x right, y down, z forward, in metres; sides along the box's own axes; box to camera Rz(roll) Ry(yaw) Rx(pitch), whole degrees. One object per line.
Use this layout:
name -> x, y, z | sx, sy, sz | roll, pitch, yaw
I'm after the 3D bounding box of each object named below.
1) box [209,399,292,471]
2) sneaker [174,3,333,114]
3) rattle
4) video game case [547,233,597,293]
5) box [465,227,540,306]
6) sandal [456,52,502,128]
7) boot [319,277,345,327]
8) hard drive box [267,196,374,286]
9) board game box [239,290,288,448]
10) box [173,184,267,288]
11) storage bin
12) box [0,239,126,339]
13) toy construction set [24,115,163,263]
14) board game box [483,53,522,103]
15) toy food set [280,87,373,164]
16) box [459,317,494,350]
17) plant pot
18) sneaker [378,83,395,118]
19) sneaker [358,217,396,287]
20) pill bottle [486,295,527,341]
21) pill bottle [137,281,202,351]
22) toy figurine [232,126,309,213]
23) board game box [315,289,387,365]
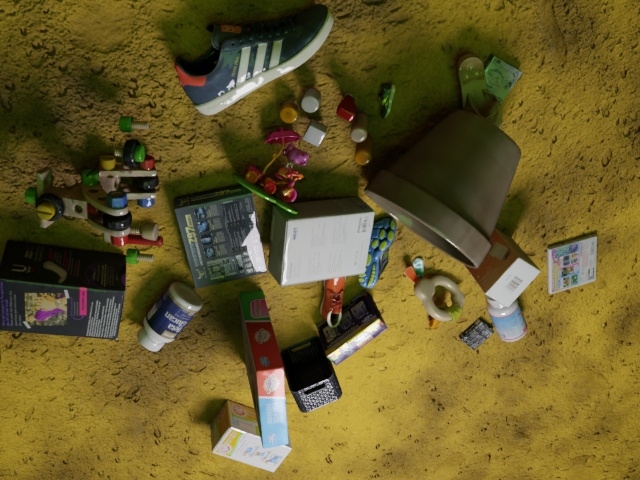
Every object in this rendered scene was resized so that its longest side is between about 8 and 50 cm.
box -> -0.197, 0.548, 2.046 | 0.203, 0.114, 0.103 | 26, 111, -26
sneaker -> -0.143, -0.405, 1.501 | 0.350, 0.131, 0.148 | -33, 126, 6
rattle -> 0.282, 0.144, 1.989 | 0.199, 0.142, 0.130 | 31, 76, -12
video game case -> 0.709, 0.067, 2.061 | 0.143, 0.019, 0.157 | -15, 123, -5
box -> 0.465, 0.064, 1.906 | 0.091, 0.170, 0.130 | 28, 109, -28
sandal -> 0.374, -0.314, 1.698 | 0.088, 0.079, 0.240 | -21, 131, 11
boot -> 0.039, 0.147, 1.896 | 0.059, 0.085, 0.158 | 2, 117, -14
hard drive box -> 0.000, 0.000, 1.769 | 0.232, 0.089, 0.181 | -7, 121, -26
board game box -> -0.143, 0.311, 1.805 | 0.064, 0.316, 0.242 | -7, 121, -10
box -> -0.236, -0.009, 1.747 | 0.183, 0.059, 0.233 | -13, 122, -7
storage bin -> -0.026, 0.353, 1.939 | 0.122, 0.180, 0.084 | -23, 122, -1
box -> -0.588, 0.114, 1.664 | 0.270, 0.165, 0.143 | 9, 118, -18
toy construction set -> -0.487, -0.078, 1.586 | 0.237, 0.258, 0.309 | 4, 143, 4
board game box -> 0.415, -0.379, 1.726 | 0.090, 0.020, 0.090 | 22, 112, -25
toy food set -> 0.029, -0.277, 1.659 | 0.232, 0.104, 0.111 | 25, 123, -8
box -> 0.451, 0.271, 2.111 | 0.067, 0.018, 0.083 | 38, 105, -29
plant pot -> 0.306, -0.138, 1.696 | 0.323, 0.323, 0.280 | 34, 90, -28
sneaker -> 0.148, -0.323, 1.687 | 0.035, 0.031, 0.083 | 11, 112, -5
sneaker -> 0.145, 0.029, 1.870 | 0.067, 0.078, 0.188 | 20, 101, 12
pill bottle -> 0.518, 0.202, 2.049 | 0.087, 0.087, 0.160 | -27, 123, 2
pill bottle -> -0.376, 0.192, 1.806 | 0.094, 0.094, 0.169 | 33, 107, -28
toy figurine -> -0.087, -0.171, 1.655 | 0.173, 0.130, 0.159 | 32, 98, 4
board game box -> 0.080, 0.227, 1.918 | 0.170, 0.141, 0.048 | -37, 121, 9
